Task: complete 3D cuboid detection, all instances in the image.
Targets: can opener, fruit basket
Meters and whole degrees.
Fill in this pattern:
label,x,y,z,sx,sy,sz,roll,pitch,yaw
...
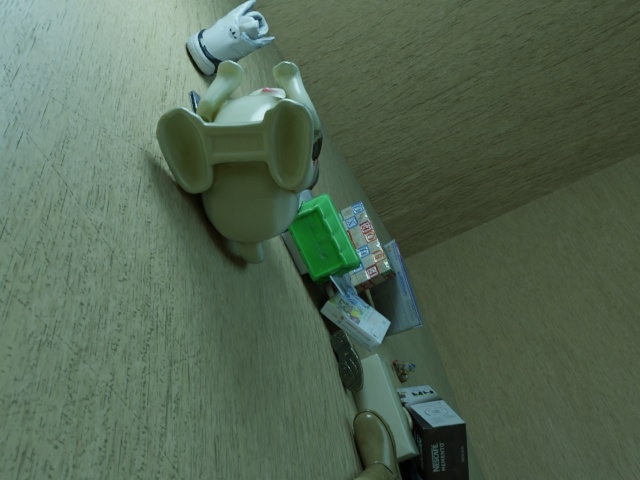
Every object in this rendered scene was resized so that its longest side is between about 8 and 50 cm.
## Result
label,x,y,z,sx,sy,sz,roll,pitch,yaw
can opener,0.261,0.671,1.602,0.074,0.093,0.280,63,7,-5
fruit basket,0.000,0.000,1.749,0.353,0.165,0.327,-62,126,-86

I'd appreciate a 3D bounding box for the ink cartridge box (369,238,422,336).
label,x,y,z,sx,sy,sz,roll,pitch,yaw
ink cartridge box,0.283,0.185,2.243,0.330,0.071,0.324,140,-63,-65

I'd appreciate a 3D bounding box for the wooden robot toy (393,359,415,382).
label,x,y,z,sx,sy,sz,roll,pitch,yaw
wooden robot toy,0.317,0.508,2.276,0.173,0.076,0.079,34,67,-67

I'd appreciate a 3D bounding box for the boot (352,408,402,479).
label,x,y,z,sx,sy,sz,roll,pitch,yaw
boot,0.111,0.503,1.290,0.236,0.089,0.269,67,13,13

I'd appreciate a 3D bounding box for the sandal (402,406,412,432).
label,x,y,z,sx,sy,sz,roll,pitch,yaw
sandal,0.187,0.502,1.682,0.240,0.079,0.088,-152,-116,-79

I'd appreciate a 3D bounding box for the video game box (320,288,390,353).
label,x,y,z,sx,sy,sz,roll,pitch,yaw
video game box,0.105,0.222,1.705,0.187,0.048,0.205,41,16,6

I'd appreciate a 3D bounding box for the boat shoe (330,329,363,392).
label,x,y,z,sx,sy,sz,roll,pitch,yaw
boat shoe,0.081,0.325,1.577,0.060,0.064,0.178,47,18,-49

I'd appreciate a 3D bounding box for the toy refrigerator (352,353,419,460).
label,x,y,z,sx,sy,sz,roll,pitch,yaw
toy refrigerator,0.163,0.454,1.577,0.094,0.102,0.269,46,21,-57

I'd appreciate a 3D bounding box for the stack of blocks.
label,x,y,z,sx,sy,sz,roll,pitch,yaw
stack of blocks,0.139,0.027,2.178,0.087,0.171,0.297,42,25,-61

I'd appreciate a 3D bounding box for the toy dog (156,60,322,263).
label,x,y,z,sx,sy,sz,roll,pitch,yaw
toy dog,-0.111,-0.191,1.265,0.408,0.284,0.395,-79,157,-62

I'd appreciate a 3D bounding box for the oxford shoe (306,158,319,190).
label,x,y,z,sx,sy,sz,roll,pitch,yaw
oxford shoe,-0.044,-0.229,2.054,0.348,0.123,0.130,-88,155,-64

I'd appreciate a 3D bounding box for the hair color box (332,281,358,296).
label,x,y,z,sx,sy,sz,roll,pitch,yaw
hair color box,0.089,0.200,1.899,0.093,0.053,0.167,56,16,-38

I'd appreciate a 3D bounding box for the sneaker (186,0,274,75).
label,x,y,z,sx,sy,sz,roll,pitch,yaw
sneaker,-0.239,-0.576,1.697,0.137,0.210,0.366,61,12,-16

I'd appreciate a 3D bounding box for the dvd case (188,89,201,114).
label,x,y,z,sx,sy,sz,roll,pitch,yaw
dvd case,-0.250,-0.240,1.428,0.164,0.018,0.221,46,22,-56

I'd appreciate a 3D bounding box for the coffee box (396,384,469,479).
label,x,y,z,sx,sy,sz,roll,pitch,yaw
coffee box,0.301,0.537,1.648,0.297,0.119,0.168,-153,-121,-81
